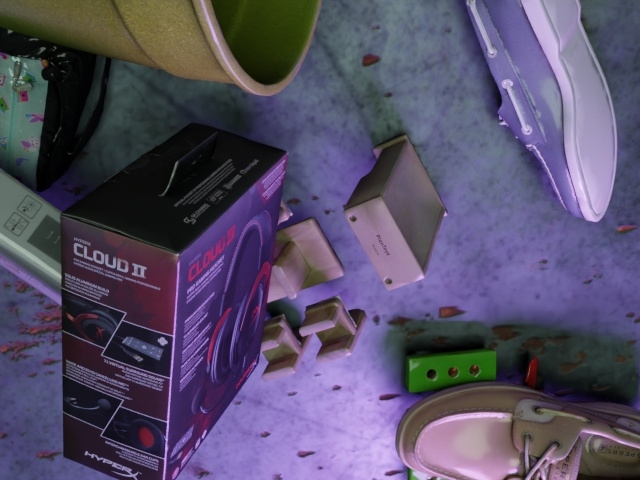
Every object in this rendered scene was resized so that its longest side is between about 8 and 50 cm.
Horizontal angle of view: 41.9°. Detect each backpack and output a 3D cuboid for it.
[{"bbox_3d":[-0.290,-0.143,0.839,0.115,0.152,0.182,21,116,0],"label":"backpack"}]

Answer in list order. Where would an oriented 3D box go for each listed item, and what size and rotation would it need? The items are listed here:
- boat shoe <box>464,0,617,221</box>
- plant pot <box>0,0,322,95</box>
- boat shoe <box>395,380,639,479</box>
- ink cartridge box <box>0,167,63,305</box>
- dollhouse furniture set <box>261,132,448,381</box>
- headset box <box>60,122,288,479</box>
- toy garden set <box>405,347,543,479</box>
[{"bbox_3d":[0.240,-0.163,0.904,0.099,0.116,0.319,-1,124,42],"label":"boat shoe"},{"bbox_3d":[-0.202,-0.308,0.662,0.353,0.366,0.366,5,109,14],"label":"plant pot"},{"bbox_3d":[0.260,0.240,0.967,0.341,0.110,0.121,3,102,-10],"label":"boat shoe"},{"bbox_3d":[-0.341,-0.031,0.838,0.275,0.239,0.060,37,73,-15],"label":"ink cartridge box"},{"bbox_3d":[0.000,0.000,0.924,0.242,0.161,0.212,-21,110,26],"label":"dollhouse furniture set"},{"bbox_3d":[-0.130,0.044,0.762,0.110,0.218,0.293,18,121,13],"label":"headset box"},{"bbox_3d":[0.205,0.246,1.044,0.204,0.049,0.244,-4,103,-8],"label":"toy garden set"}]
